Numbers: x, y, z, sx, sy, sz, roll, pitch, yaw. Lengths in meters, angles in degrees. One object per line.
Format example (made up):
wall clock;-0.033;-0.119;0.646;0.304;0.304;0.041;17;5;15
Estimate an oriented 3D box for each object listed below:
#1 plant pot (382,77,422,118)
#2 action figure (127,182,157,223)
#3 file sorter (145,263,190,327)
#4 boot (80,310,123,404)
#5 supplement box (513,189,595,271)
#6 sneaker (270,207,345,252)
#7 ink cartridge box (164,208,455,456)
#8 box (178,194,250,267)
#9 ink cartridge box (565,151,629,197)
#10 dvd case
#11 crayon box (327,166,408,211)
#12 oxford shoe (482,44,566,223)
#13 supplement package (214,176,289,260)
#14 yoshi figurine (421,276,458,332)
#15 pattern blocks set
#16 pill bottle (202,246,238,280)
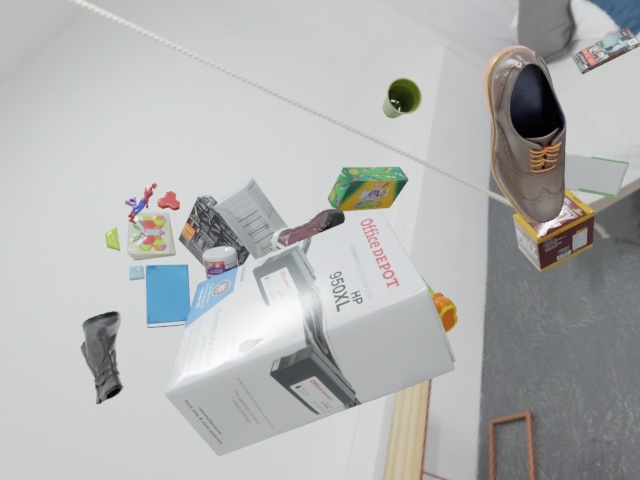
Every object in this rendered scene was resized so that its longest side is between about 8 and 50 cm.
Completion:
plant pot;0.180;-0.321;0.931;0.079;0.083;0.083;171;122;-79
action figure;-0.434;-0.095;0.985;0.115;0.030;0.038;-53;39;16
file sorter;-0.459;0.168;1.192;0.104;0.118;0.170;-39;55;56
boot;-0.698;0.390;1.318;0.223;0.118;0.338;60;139;22
supplement box;0.776;-0.032;1.336;0.191;0.194;0.129;-29;44;8
sneaker;0.000;0.000;1.234;0.162;0.281;0.106;34;141;42
ink cartridge box;-0.020;0.135;0.685;0.395;0.166;0.285;-23;28;5
box;-0.437;-0.001;1.676;0.076;0.307;0.242;-20;-32;-58
ink cartridge box;0.681;-0.178;1.054;0.212;0.154;0.093;-27;-51;-63
dvd case;0.678;-0.453;0.957;0.119;0.013;0.087;-25;39;33
crayon box;0.184;-0.201;1.558;0.081;0.278;0.165;64;145;30
oxford shoe;0.395;-0.170;0.755;0.130;0.364;0.133;-21;25;18
supplement package;-0.237;-0.077;1.435;0.134;0.244;0.139;-29;19;16
yoshi figurine;0.155;0.134;1.020;0.362;0.203;0.203;43;107;39
pattern blocks set;-0.584;-0.022;1.383;0.325;0.285;0.026;63;150;20
pill bottle;-0.321;0.126;1.323;0.108;0.108;0.193;-97;2;-71
